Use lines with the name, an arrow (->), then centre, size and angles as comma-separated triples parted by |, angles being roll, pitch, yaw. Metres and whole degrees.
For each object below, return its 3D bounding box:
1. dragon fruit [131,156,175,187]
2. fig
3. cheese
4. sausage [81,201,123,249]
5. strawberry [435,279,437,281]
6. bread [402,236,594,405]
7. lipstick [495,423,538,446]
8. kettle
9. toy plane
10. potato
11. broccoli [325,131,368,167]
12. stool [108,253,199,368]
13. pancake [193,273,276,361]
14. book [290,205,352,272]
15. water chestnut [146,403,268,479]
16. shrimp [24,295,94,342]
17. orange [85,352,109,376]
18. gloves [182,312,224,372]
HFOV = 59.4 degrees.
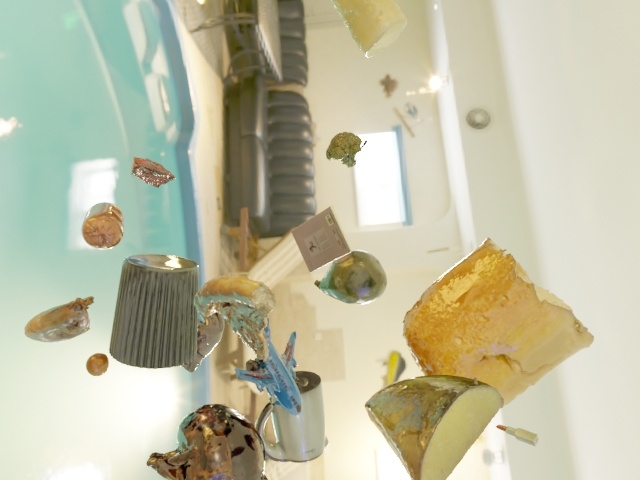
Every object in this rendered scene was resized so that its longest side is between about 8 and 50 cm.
dragon fruit -> -0.675, -0.259, 2.215 | 0.092, 0.122, 0.192 | -55, 160, 6
fig -> 0.097, 0.134, 1.865 | 0.195, 0.245, 0.195 | 44, 32, -37
cheese -> 0.099, -0.496, 1.206 | 0.094, 0.123, 0.167 | -24, 83, -48
sausage -> -0.679, -0.048, 1.760 | 0.304, 0.121, 0.121 | -146, -133, -68
strawberry -> 0.487, 0.194, 2.087 | 0.192, 0.141, 0.085 | -103, -154, -84
bread -> 0.412, 0.214, 1.407 | 0.361, 0.394, 0.250 | 52, -1, 32
lipstick -> 0.605, 0.595, 1.736 | 0.030, 0.129, 0.030 | -51, 133, -30
kettle -> -0.089, 0.536, 1.663 | 0.161, 0.221, 0.236 | 18, -63, 63
toy plane -> -0.127, 0.348, 1.513 | 0.254, 0.105, 0.271 | -23, 93, -54
potato -> 0.173, 0.338, 1.099 | 0.255, 0.269, 0.112 | -3, -66, 52
broccoli -> 0.085, -0.305, 1.881 | 0.130, 0.131, 0.120 | 12, -50, 53
stool -> -0.557, 0.231, 1.923 | 0.297, 0.297, 0.329 | -67, 166, -81
pancake -> -0.168, 0.177, 1.213 | 0.057, 0.266, 0.244 | -41, 118, -36
book -> 0.000, 0.000, 1.435 | 0.182, 0.014, 0.127 | -31, -98, 48
water chestnut -> -0.284, 0.552, 1.397 | 0.300, 0.300, 0.299 | -5, 90, -86
shrimp -> -0.672, 0.218, 1.506 | 0.152, 0.287, 0.062 | 32, 41, -46
orange -> -0.739, 0.412, 1.865 | 0.085, 0.085, 0.085 | -5, 90, -86
gloves -> -0.449, 0.380, 2.158 | 0.142, 0.119, 0.285 | 64, 35, -49
